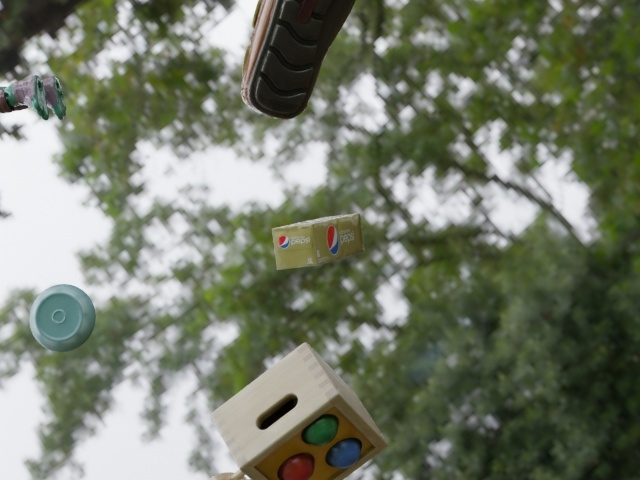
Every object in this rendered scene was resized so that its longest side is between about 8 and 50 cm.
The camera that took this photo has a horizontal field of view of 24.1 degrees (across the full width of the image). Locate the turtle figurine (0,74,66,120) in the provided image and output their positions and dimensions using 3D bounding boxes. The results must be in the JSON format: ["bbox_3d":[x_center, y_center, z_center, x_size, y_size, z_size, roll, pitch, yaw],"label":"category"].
[{"bbox_3d":[-0.449,-0.157,1.887,0.234,0.118,0.175,-12,21,9],"label":"turtle figurine"}]

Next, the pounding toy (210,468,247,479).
[{"bbox_3d":[-0.137,0.399,2.313,0.154,0.269,0.154,0,-86,-27],"label":"pounding toy"}]

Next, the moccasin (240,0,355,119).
[{"bbox_3d":[-0.009,-0.353,2.063,0.139,0.147,0.380,12,-74,-18],"label":"moccasin"}]

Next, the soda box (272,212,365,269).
[{"bbox_3d":[0.000,0.000,2.055,0.061,0.058,0.181,-7,4,23],"label":"soda box"}]

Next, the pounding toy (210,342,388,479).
[{"bbox_3d":[-0.023,0.238,1.591,0.181,0.094,0.206,-37,-42,3],"label":"pounding toy"}]

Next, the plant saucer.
[{"bbox_3d":[-0.450,0.133,2.597,0.119,0.119,0.021,-39,-12,1],"label":"plant saucer"}]
